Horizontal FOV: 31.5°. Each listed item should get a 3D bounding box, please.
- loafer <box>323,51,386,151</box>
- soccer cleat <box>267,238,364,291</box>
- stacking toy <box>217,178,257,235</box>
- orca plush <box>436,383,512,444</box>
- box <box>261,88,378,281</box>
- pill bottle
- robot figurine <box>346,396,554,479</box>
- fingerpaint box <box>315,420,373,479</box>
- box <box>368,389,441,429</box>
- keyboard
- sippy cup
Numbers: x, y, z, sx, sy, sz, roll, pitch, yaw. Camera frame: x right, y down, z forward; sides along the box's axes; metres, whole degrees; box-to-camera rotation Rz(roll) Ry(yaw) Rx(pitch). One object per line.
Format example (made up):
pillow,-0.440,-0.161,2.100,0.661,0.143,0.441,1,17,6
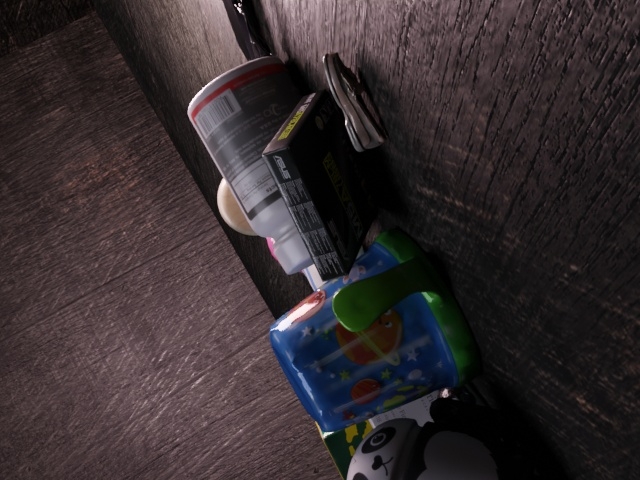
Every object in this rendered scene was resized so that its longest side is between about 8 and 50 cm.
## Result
loafer,0.042,-0.166,1.336,0.045,0.039,0.125,-63,-45,-60
soccer cleat,0.000,0.000,1.877,0.331,0.116,0.143,-137,36,-56
stacking toy,-0.145,-0.088,2.297,0.141,0.141,0.330,62,174,-6
orca plush,0.229,0.337,1.586,0.287,0.102,0.151,61,171,0
box,0.005,-0.074,1.465,0.191,0.045,0.184,65,-156,-21
pill bottle,-0.057,-0.106,1.639,0.283,0.161,0.161,60,171,7
robot figurine,0.170,0.325,1.437,0.209,0.278,0.174,-47,-32,-62
fingerpaint box,0.109,0.396,2.143,0.371,0.163,0.445,64,177,-16
box,0.157,0.299,1.744,0.181,0.119,0.182,61,180,6
keyboard,-0.121,-0.358,1.649,0.317,0.033,0.202,70,174,-49
sippy cup,0.060,0.138,1.533,0.240,0.224,0.306,49,165,55
